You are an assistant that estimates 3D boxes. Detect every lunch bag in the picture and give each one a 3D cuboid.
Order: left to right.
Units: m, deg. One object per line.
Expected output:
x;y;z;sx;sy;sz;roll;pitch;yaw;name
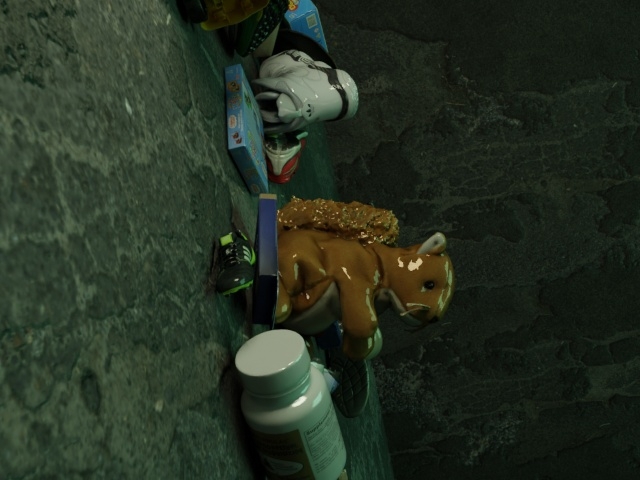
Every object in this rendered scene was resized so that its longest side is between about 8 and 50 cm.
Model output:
0.018;0.245;1.706;0.065;0.067;0.098;-86;163;-65;lunch bag

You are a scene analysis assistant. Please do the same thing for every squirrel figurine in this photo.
0.084;0.045;1.299;0.281;0.370;0.397;70;11;-50;squirrel figurine

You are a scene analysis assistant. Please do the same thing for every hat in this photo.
-0.067;-0.428;1.732;0.331;0.134;0.331;36;-16;12;hat

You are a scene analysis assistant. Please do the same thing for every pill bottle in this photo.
-0.046;0.253;0.911;0.131;0.131;0.229;-88;165;-62;pill bottle

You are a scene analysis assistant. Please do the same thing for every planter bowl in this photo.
0.106;0.333;2.010;0.109;0.162;0.162;-21;101;-55;planter bowl

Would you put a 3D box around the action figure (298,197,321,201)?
0.000;0.000;1.724;0.139;0.091;0.280;138;-51;-58;action figure

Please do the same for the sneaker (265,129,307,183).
-0.095;-0.210;1.510;0.279;0.107;0.118;-75;172;-68;sneaker

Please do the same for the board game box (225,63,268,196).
-0.146;-0.218;1.226;0.160;0.039;0.211;69;11;-58;board game box

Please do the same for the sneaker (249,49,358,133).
-0.095;-0.356;1.451;0.366;0.210;0.137;33;-46;46;sneaker

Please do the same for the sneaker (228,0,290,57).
-0.144;-0.496;1.205;0.134;0.146;0.343;-52;177;-21;sneaker

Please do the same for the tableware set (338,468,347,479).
-0.017;0.425;1.107;0.039;0.128;0.194;-5;-79;53;tableware set

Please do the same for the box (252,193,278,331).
-0.096;0.045;1.056;0.136;0.036;0.225;103;-14;-46;box

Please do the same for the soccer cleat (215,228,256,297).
-0.132;0.031;0.915;0.179;0.060;0.072;-100;169;-76;soccer cleat

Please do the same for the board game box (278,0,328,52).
-0.080;-0.630;1.822;0.302;0.086;0.308;59;-4;32;board game box

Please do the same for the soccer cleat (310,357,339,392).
-0.033;0.289;1.183;0.318;0.108;0.116;68;35;-72;soccer cleat

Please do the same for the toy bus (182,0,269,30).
-0.190;-0.487;0.985;0.220;0.149;0.211;68;-3;-67;toy bus

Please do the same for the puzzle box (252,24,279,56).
-0.151;-0.698;1.496;0.272;0.052;0.409;127;-45;-68;puzzle box

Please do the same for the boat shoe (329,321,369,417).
0.083;0.369;1.832;0.116;0.123;0.324;71;12;-61;boat shoe

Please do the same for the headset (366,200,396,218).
0.078;0.015;1.784;0.394;0.185;0.243;-40;-128;48;headset
